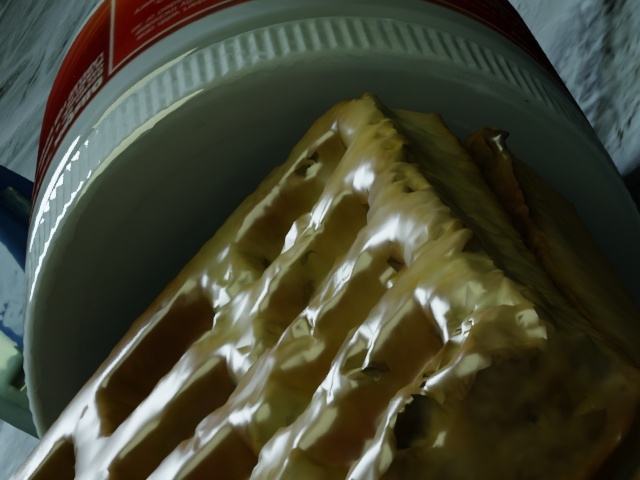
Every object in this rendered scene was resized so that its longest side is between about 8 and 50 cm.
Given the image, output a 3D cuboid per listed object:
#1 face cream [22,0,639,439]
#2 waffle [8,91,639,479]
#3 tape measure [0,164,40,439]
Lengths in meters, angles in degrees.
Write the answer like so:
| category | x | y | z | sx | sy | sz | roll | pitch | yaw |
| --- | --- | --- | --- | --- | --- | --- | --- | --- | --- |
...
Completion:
| category | x | y | z | sx | sy | sz | roll | pitch | yaw |
| --- | --- | --- | --- | --- | --- | --- | --- | --- | --- |
| face cream | 0.000 | 0.000 | 0.659 | 0.201 | 0.201 | 0.187 | -51 | 19 | 15 |
| waffle | -0.041 | 0.121 | 0.477 | 0.328 | 0.098 | 0.224 | -53 | 19 | 12 |
| tape measure | -0.106 | 0.062 | 0.950 | 0.351 | 0.215 | 0.098 | 38 | 96 | 28 |
